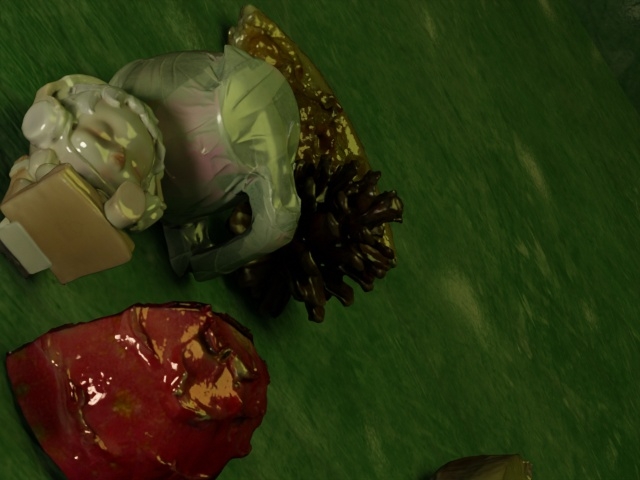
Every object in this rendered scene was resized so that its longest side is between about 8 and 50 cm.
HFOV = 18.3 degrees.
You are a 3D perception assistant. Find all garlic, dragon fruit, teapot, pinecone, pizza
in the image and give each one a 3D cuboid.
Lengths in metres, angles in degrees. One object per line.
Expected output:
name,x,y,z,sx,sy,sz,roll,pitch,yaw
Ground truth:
garlic,0.171,0.298,2.293,0.195,0.101,0.087,-22,94,-64
dragon fruit,-0.134,0.153,1.738,0.262,0.163,0.189,21,73,-51
teapot,-0.113,-0.083,1.947,0.163,0.178,0.221,20,69,-45
pinecone,-0.003,-0.002,2.119,0.150,0.195,0.179,58,4,32
pizza,-0.006,-0.119,2.341,0.258,0.087,0.268,37,34,-52

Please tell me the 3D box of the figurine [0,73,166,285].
figurine,-0.204,-0.067,1.801,0.162,0.141,0.237,52,27,-19
